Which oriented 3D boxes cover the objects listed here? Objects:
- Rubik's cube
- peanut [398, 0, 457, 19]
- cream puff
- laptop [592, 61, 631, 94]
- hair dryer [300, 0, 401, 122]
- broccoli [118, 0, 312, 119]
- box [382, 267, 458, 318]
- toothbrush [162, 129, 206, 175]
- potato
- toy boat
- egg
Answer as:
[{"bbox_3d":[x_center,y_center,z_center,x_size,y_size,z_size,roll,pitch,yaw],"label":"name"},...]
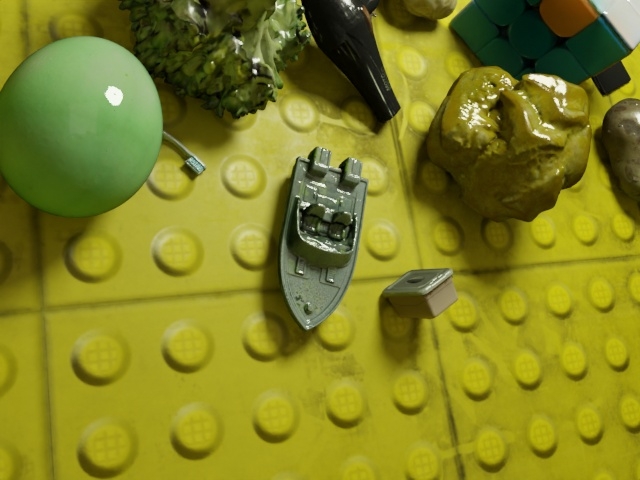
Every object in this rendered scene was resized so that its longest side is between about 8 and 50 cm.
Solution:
[{"bbox_3d":[0.523,-0.505,1.321,0.290,0.292,0.291,48,61,-4],"label":"Rubik's cube"},{"bbox_3d":[0.188,-0.560,1.250,0.274,0.111,0.125,44,74,-36],"label":"peanut"},{"bbox_3d":[0.365,-0.210,1.177,0.270,0.274,0.323,32,61,-24],"label":"cream puff"},{"bbox_3d":[0.716,-0.476,1.562,0.135,0.016,0.197,-27,89,-30],"label":"laptop"},{"bbox_3d":[0.111,-0.439,1.224,0.303,0.120,0.359,51,45,-24],"label":"hair dryer"},{"bbox_3d":[-0.176,-0.382,1.000,0.324,0.272,0.334,14,65,0],"label":"broccoli"},{"bbox_3d":[0.182,0.096,1.088,0.089,0.122,0.062,-33,102,-29],"label":"box"},{"bbox_3d":[-0.293,-0.204,1.007,0.263,0.022,0.026,42,50,-9],"label":"toothbrush"},{"bbox_3d":[0.763,-0.211,1.429,0.165,0.165,0.262,-17,86,-28],"label":"potato"},{"bbox_3d":[0.000,0.000,1.043,0.141,0.092,0.319,16,70,-18],"label":"toy boat"},{"bbox_3d":[-0.336,-0.162,0.861,0.220,0.220,0.269,24,63,-17],"label":"egg"}]
